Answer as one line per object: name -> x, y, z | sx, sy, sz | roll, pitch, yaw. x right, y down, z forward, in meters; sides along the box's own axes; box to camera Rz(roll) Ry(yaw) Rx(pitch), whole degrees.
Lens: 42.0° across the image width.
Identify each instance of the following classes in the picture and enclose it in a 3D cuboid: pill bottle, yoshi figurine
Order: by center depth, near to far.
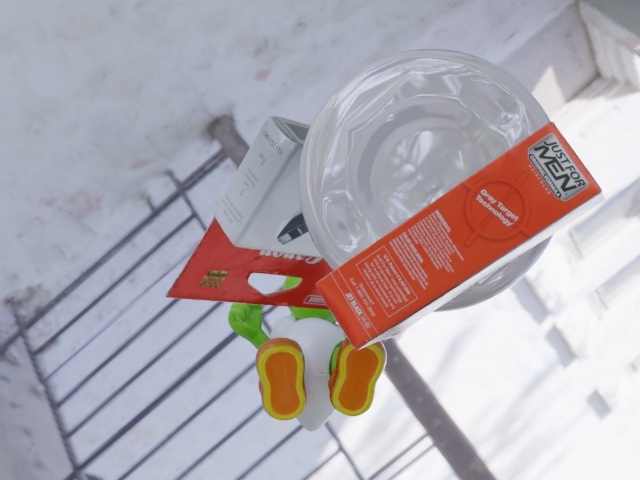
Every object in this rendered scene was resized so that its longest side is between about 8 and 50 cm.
pill bottle -> 0.070, -0.036, 0.627 | 0.160, 0.160, 0.283 | 50, 2, 1
yoshi figurine -> -0.009, 0.117, 1.181 | 0.203, 0.203, 0.362 | 47, 2, -7

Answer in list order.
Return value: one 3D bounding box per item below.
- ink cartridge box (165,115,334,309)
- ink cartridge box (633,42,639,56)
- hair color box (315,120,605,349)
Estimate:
ink cartridge box -> 0.000, 0.000, 0.918 | 0.275, 0.238, 0.060 | 9, 32, -44
ink cartridge box -> 0.409, -0.187, 0.869 | 0.092, 0.090, 0.143 | 18, 35, -37
hair color box -> 0.074, 0.000, 0.431 | 0.043, 0.141, 0.072 | 58, 17, 11
